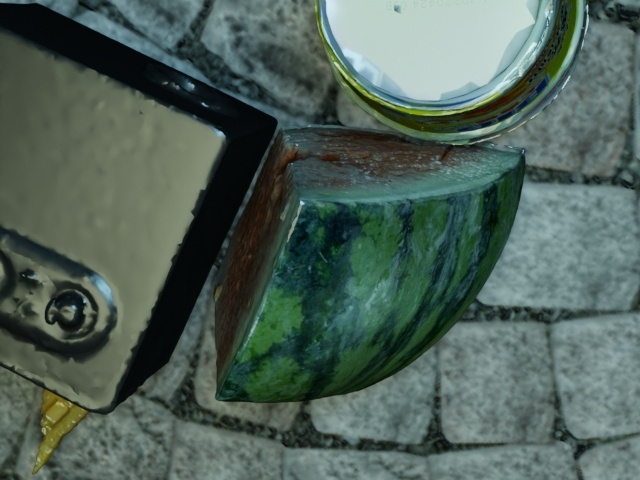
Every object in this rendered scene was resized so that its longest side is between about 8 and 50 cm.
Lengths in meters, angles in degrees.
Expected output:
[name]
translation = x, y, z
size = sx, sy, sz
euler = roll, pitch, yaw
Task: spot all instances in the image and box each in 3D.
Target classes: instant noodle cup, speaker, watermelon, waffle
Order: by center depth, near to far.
[instant noodle cup]
translation = 0.082, -0.164, 1.043
size = 0.205, 0.153, 0.205
euler = 1, 96, 11
[watermelon]
translation = 0.000, 0.000, 1.115
size = 0.201, 0.261, 0.213
euler = 38, 116, 28
[speaker]
translation = -0.200, -0.041, 1.119
size = 0.254, 0.184, 0.232
euler = 27, 102, 6
[waffle]
translation = -0.227, 0.095, 1.262
size = 0.125, 0.032, 0.191
euler = 44, 108, -6
